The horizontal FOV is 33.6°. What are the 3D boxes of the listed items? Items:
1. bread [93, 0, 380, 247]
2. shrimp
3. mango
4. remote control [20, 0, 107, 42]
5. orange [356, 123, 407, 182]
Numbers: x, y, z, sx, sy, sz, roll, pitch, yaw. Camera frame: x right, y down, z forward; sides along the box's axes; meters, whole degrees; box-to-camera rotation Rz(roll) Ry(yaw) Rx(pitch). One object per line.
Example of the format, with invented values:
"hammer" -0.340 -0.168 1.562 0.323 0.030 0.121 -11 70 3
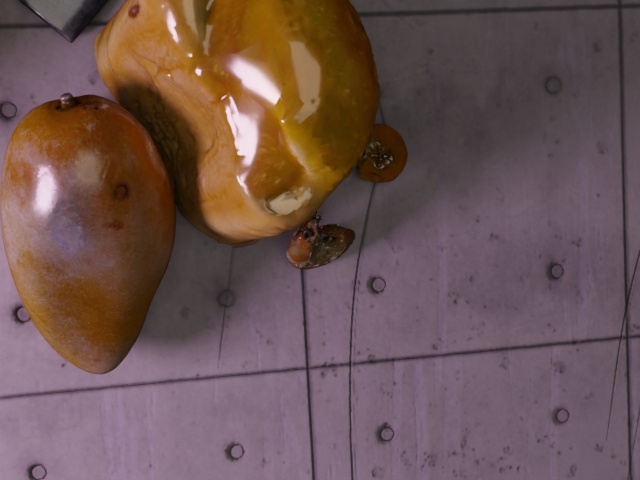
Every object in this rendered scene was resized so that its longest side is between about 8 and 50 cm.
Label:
"bread" -0.077 -0.189 1.305 0.250 0.394 0.361 -32 98 -23
"shrimp" 0.000 0.000 1.435 0.099 0.180 0.041 -13 69 -2
"mango" -0.292 -0.007 1.343 0.221 0.199 0.384 4 117 7
"remote control" -0.252 -0.440 1.406 0.107 0.044 0.377 40 87 -16
"orange" 0.084 -0.122 1.492 0.086 0.062 0.086 -1 96 -14
